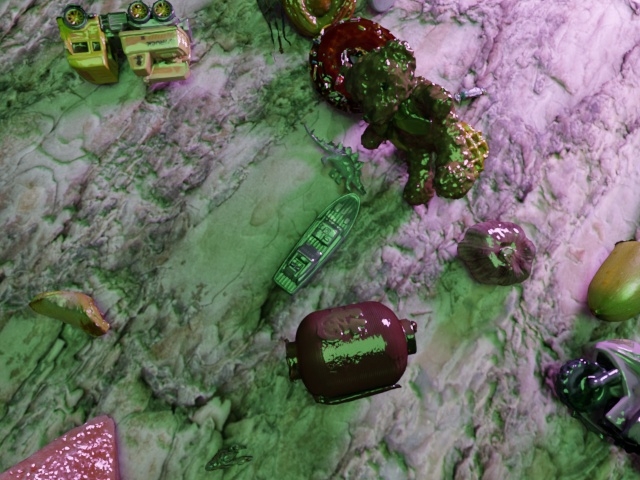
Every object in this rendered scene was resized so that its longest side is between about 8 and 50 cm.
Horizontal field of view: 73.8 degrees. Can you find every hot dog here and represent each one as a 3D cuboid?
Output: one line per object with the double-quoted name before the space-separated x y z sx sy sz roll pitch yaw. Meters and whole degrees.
"hot dog" -0.007 -0.627 1.027 0.195 0.122 0.273 -3 75 3
"hot dog" -0.487 0.135 0.850 0.168 0.078 0.061 23 37 2

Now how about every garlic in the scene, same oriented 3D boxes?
"garlic" 0.378 0.026 0.902 0.159 0.102 0.147 32 76 4

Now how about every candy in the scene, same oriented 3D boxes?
"candy" 0.363 -0.353 1.032 0.083 0.020 0.030 -12 78 -8

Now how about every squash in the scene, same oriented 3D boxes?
"squash" 0.637 0.094 0.892 0.123 0.123 0.186 44 78 7

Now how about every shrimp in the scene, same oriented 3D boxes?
"shrimp" -0.177 0.417 0.822 0.092 0.029 0.038 -8 69 -10

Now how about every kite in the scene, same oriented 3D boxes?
"kite" -0.115 -0.558 1.015 0.015 0.141 0.245 -10 84 -33

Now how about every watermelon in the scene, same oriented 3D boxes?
"watermelon" -0.447 0.457 0.688 0.282 0.250 0.293 12 79 -5

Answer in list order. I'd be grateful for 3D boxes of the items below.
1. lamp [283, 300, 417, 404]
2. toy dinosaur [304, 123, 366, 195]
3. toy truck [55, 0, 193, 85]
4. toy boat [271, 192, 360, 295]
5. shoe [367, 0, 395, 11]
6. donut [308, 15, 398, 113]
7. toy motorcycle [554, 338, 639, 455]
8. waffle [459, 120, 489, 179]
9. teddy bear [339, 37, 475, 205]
"lamp" 0.062 0.210 0.805 0.257 0.180 0.180 -9 77 -4
"toy dinosaur" 0.037 -0.187 0.964 0.209 0.039 0.082 46 75 -3
"toy truck" -0.427 -0.430 0.961 0.272 0.124 0.157 -9 87 -8
"toy boat" 0.000 0.000 0.897 0.078 0.085 0.260 38 78 7
"shoe" 0.166 -0.665 1.080 0.078 0.079 0.195 30 84 40
"donut" 0.083 -0.399 0.993 0.234 0.089 0.235 1 78 -4
"toy motorcycle" 0.616 0.323 0.827 0.327 0.143 0.188 42 78 -1
"waffle" 0.294 -0.216 0.981 0.194 0.051 0.149 29 76 4
"teddy bear" 0.169 -0.224 0.853 0.222 0.246 0.296 -2 88 -29
